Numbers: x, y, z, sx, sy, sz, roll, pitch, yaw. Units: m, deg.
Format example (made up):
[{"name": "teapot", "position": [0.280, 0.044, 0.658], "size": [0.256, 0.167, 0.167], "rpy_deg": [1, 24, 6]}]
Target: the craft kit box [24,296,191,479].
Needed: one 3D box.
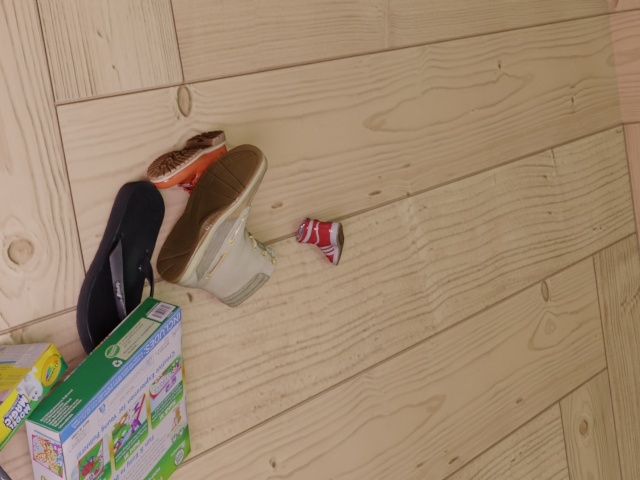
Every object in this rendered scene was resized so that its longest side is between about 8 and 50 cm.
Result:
[{"name": "craft kit box", "position": [-0.245, 0.235, 1.666], "size": [0.250, 0.061, 0.247], "rpy_deg": [-48, 145, -46]}]

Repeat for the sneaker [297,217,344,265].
[{"name": "sneaker", "position": [0.000, 0.000, 2.130], "size": [0.118, 0.067, 0.042], "rpy_deg": [84, 17, -64]}]

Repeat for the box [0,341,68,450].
[{"name": "box", "position": [-0.367, 0.186, 1.527], "size": [0.179, 0.105, 0.043], "rpy_deg": [-53, 126, -42]}]

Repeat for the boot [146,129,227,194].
[{"name": "boot", "position": [-0.171, -0.086, 1.874], "size": [0.158, 0.059, 0.085], "rpy_deg": [-34, 120, -52]}]

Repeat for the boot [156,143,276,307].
[{"name": "boot", "position": [-0.110, -0.016, 1.886], "size": [0.213, 0.077, 0.165], "rpy_deg": [-57, 142, 3]}]

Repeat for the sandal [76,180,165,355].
[{"name": "sandal", "position": [-0.244, 0.041, 1.757], "size": [0.097, 0.054, 0.255], "rpy_deg": [32, 62, -49]}]

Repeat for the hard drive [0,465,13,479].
[{"name": "hard drive", "position": [-0.448, 0.263, 1.359], "size": [0.254, 0.054, 0.172], "rpy_deg": [-41, 97, -28]}]
